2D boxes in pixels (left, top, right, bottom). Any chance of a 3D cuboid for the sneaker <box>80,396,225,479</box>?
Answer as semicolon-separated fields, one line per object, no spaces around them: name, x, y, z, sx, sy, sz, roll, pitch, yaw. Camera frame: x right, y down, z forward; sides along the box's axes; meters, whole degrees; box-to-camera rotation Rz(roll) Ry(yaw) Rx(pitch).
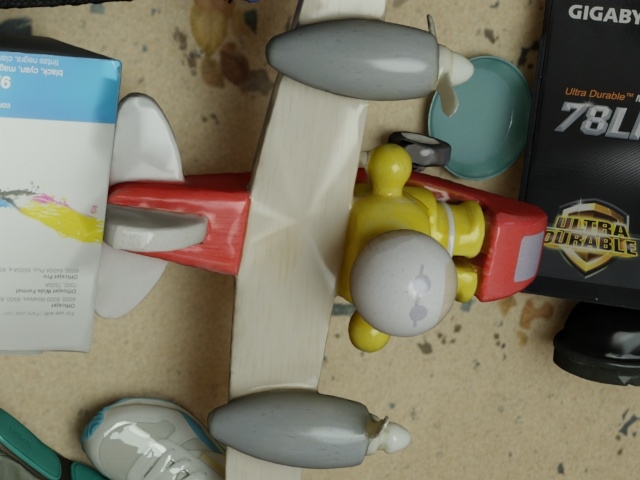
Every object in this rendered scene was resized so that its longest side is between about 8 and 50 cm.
sneaker;-0.110;0.216;1.536;0.229;0.092;0.087;34;97;-29

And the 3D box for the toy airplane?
toy airplane;0.000;0.000;1.435;0.384;0.272;0.386;-41;123;-11

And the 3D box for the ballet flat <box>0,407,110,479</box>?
ballet flat;-0.236;0.217;1.499;0.068;0.072;0.213;-40;120;16

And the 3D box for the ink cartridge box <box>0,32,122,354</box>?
ink cartridge box;-0.271;-0.041;1.346;0.168;0.171;0.232;2;101;-29

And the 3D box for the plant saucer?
plant saucer;0.148;-0.117;1.644;0.119;0.021;0.119;-7;106;-27

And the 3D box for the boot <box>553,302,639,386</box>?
boot;0.369;-0.019;1.727;0.348;0.131;0.260;-18;113;-29

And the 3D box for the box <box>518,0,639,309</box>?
box;0.339;-0.078;1.606;0.073;0.296;0.293;-4;102;-73

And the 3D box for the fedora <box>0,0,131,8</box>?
fedora;-0.208;-0.253;1.240;0.334;0.334;0.152;-7;105;-27

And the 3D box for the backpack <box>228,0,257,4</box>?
backpack;-0.067;-0.241;1.439;0.101;0.120;0.098;-30;115;-20
